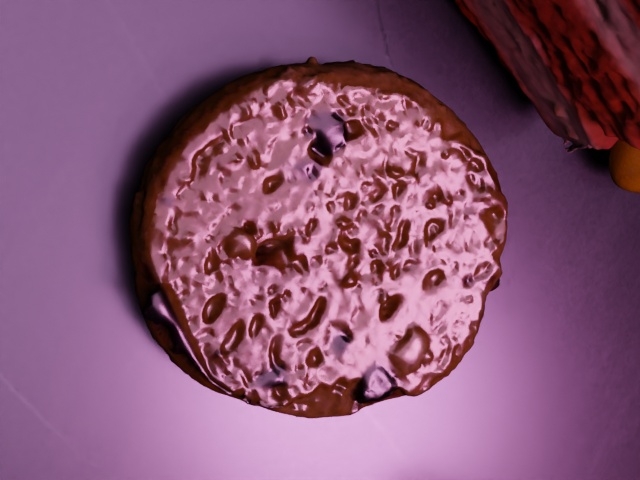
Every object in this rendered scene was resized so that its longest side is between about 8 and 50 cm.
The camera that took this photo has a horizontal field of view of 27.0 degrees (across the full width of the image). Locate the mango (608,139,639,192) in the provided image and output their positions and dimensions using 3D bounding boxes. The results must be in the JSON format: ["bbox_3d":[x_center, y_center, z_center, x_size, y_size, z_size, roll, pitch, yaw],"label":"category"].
[{"bbox_3d":[0.347,-0.114,1.091,0.253,0.138,0.113,-33,64,0],"label":"mango"}]

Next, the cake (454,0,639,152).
[{"bbox_3d":[0.248,-0.242,0.934,0.270,0.319,0.269,-41,105,-16],"label":"cake"}]

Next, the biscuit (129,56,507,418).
[{"bbox_3d":[-0.001,-0.001,1.011,0.296,0.075,0.296,-4,104,-16],"label":"biscuit"}]
